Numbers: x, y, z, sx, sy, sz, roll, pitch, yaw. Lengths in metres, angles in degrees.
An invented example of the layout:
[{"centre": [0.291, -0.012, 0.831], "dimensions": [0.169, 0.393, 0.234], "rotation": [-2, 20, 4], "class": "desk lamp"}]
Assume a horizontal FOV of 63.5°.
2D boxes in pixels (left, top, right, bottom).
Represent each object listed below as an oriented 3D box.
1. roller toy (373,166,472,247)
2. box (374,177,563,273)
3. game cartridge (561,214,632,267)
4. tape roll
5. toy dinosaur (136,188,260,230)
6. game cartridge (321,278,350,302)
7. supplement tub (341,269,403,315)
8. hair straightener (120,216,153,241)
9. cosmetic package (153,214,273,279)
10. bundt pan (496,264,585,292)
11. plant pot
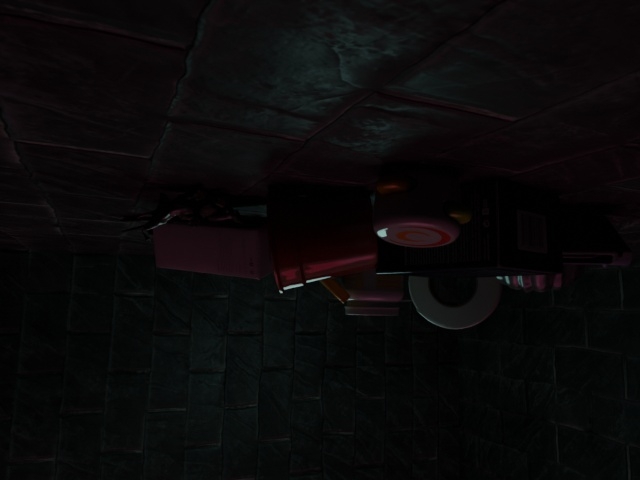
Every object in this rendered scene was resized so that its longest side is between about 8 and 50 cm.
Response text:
[{"centre": [0.214, -0.076, 1.153], "dimensions": [0.210, 0.146, 0.191], "rotation": [8, 163, -5], "class": "roller toy"}, {"centre": [0.385, -0.011, 1.387], "dimensions": [0.294, 0.211, 0.396], "rotation": [7, 170, -39], "class": "box"}, {"centre": [0.696, -0.003, 1.545], "dimensions": [0.355, 0.068, 0.230], "rotation": [1, -154, 9], "class": "game cartridge"}, {"centre": [0.567, 0.181, 2.195], "dimensions": [0.392, 0.391, 0.072], "rotation": [-2, 173, 26], "class": "tape roll"}, {"centre": [-0.311, -0.091, 1.386], "dimensions": [0.314, 0.120, 0.160], "rotation": [-9, -163, -35], "class": "toy dinosaur"}, {"centre": [-0.033, 0.091, 1.930], "dimensions": [0.285, 0.053, 0.324], "rotation": [47, 178, -16], "class": "game cartridge"}, {"centre": [0.199, 0.119, 1.983], "dimensions": [0.241, 0.331, 0.241], "rotation": [2, 173, 0], "class": "supplement tub"}, {"centre": [-0.596, -0.043, 1.820], "dimensions": [0.231, 0.088, 0.047], "rotation": [-4, -170, 16], "class": "hair straightener"}, {"centre": [-0.301, 0.009, 1.574], "dimensions": [0.366, 0.155, 0.197], "rotation": [5, -165, 21], "class": "cosmetic package"}, {"centre": [0.753, 0.077, 1.797], "dimensions": [0.331, 0.124, 0.331], "rotation": [-12, -160, 4], "class": "bundt pan"}, {"centre": [0.010, -0.010, 1.377], "dimensions": [0.265, 0.272, 0.272], "rotation": [-7, 173, 1], "class": "plant pot"}]
